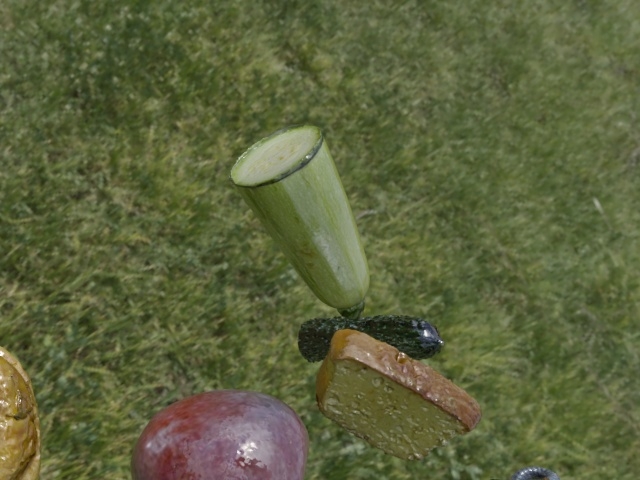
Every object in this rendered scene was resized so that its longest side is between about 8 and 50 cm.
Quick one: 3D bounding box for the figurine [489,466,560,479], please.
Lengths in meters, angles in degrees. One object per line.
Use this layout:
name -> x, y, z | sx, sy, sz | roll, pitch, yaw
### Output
figurine -> 0.196, 0.487, 1.269 | 0.186, 0.382, 0.261 | 46, 16, -28

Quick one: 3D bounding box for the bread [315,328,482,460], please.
bread -> 0.080, 0.175, 0.965 | 0.187, 0.103, 0.065 | 32, 30, -6

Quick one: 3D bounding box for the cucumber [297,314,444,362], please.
cucumber -> 0.099, 0.186, 1.692 | 0.096, 0.359, 0.096 | 8, 77, -40

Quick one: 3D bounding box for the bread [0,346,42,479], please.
bread -> -0.430, 0.226, 1.026 | 0.198, 0.120, 0.236 | -9, 70, -21

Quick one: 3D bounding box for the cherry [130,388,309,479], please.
cherry -> -0.117, 0.315, 1.213 | 0.285, 0.213, 0.236 | 20, 5, 6

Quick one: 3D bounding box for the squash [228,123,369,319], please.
squash -> 0.000, 0.000, 0.834 | 0.094, 0.094, 0.224 | -76, 147, -46
